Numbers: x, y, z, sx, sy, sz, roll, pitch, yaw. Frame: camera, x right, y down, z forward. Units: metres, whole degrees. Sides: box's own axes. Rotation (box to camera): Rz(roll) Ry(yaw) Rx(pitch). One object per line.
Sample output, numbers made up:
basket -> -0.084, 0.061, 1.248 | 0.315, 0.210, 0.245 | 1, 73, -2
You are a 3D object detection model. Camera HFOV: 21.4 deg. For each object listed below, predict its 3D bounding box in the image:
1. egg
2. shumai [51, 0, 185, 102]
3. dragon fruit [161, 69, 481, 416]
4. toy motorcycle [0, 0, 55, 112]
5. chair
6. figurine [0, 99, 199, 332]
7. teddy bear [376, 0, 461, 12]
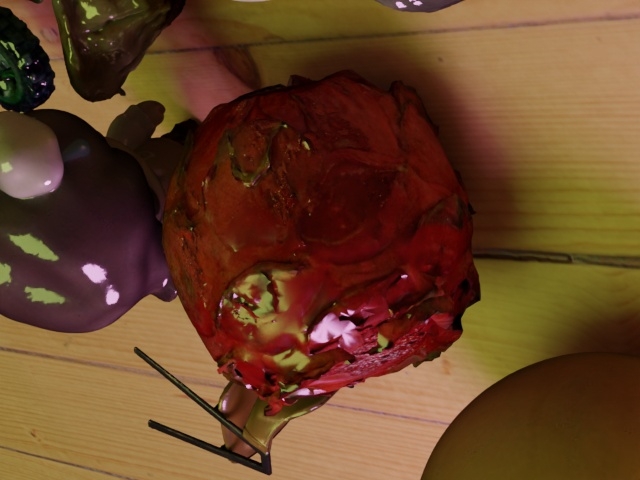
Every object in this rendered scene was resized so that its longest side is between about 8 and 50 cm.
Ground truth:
egg -> 0.239, 0.254, 1.536 | 0.301, 0.301, 0.374 | 37, 145, 13
shumai -> -0.193, -0.238, 1.642 | 0.120, 0.201, 0.201 | -7, 135, 3
dragon fruit -> 0.000, 0.000, 1.521 | 0.295, 0.295, 0.302 | -6, 98, 53
toy motorcycle -> -0.405, -0.318, 1.746 | 0.237, 0.169, 0.410 | 14, 134, 31
chair -> -0.069, 0.166, 1.938 | 0.247, 0.159, 0.172 | 27, 144, 28
figurine -> -0.190, -0.041, 1.645 | 0.206, 0.365, 0.218 | -25, 91, 43
teddy bear -> 0.128, -0.263, 1.218 | 0.171, 0.144, 0.251 | 23, 147, -37
